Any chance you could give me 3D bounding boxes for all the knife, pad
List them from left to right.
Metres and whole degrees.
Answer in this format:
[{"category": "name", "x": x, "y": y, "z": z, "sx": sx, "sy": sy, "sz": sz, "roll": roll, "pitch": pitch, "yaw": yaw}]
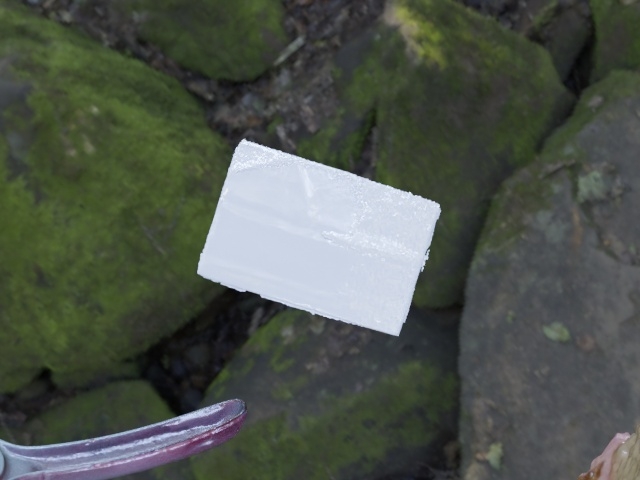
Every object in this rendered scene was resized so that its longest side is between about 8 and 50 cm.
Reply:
[{"category": "knife", "x": -0.201, "y": 0.177, "z": 0.950, "sx": 0.278, "sy": 0.053, "sz": 0.123, "roll": -6, "pitch": 25, "yaw": -14}, {"category": "pad", "x": 0.000, "y": 0.000, "z": 1.164, "sx": 0.004, "sy": 0.232, "sz": 0.156, "roll": -117, "pitch": 45, "yaw": -83}]

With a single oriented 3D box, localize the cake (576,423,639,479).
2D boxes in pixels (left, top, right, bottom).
[{"category": "cake", "x": 0.448, "y": 0.311, "z": 1.156, "sx": 0.293, "sy": 0.314, "sz": 0.306, "roll": -57, "pitch": -9, "yaw": -60}]
